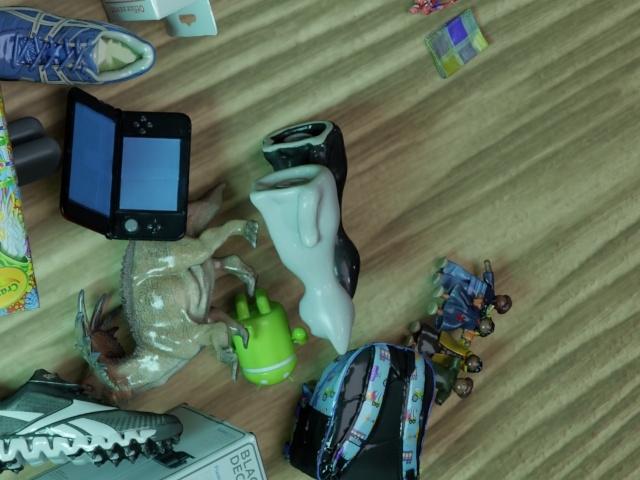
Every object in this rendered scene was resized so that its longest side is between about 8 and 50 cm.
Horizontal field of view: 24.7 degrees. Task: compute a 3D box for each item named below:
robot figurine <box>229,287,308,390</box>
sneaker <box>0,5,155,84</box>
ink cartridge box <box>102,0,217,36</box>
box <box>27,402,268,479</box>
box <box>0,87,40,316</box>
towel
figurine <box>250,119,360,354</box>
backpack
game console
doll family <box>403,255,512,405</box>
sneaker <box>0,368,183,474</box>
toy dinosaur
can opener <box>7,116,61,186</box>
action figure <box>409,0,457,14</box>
[{"bbox_3d":[-0.065,0.114,1.666,0.101,0.067,0.115,-15,106,-2],"label":"robot figurine"},{"bbox_3d":[-0.266,-0.198,1.487,0.211,0.081,0.080,-5,100,-31],"label":"sneaker"},{"bbox_3d":[-0.188,-0.292,1.505,0.067,0.115,0.198,-31,111,-27],"label":"ink cartridge box"},{"bbox_3d":[-0.214,0.283,1.532,0.290,0.169,0.087,-25,109,-29],"label":"box"},{"bbox_3d":[-0.429,-0.048,1.263,0.290,0.177,0.279,-12,97,-30],"label":"box"},{"bbox_3d":[0.169,-0.244,1.807,0.083,0.009,0.060,-37,113,-24],"label":"towel"},{"bbox_3d":[0.000,0.000,1.627,0.092,0.215,0.209,-13,114,10],"label":"figurine"},{"bbox_3d":[0.051,0.202,1.724,0.158,0.117,0.173,15,89,-33],"label":"backpack"},{"bbox_3d":[-0.199,-0.079,1.516,0.124,0.085,0.144,2,74,-1],"label":"game console"},{"bbox_3d":[0.174,0.111,1.816,0.111,0.076,0.193,26,87,-13],"label":"doll family"},{"bbox_3d":[-0.261,0.180,1.503,0.234,0.078,0.106,-5,71,-4],"label":"sneaker"},{"bbox_3d":[-0.173,0.056,1.568,0.200,0.127,0.295,7,74,1],"label":"toy dinosaur"},{"bbox_3d":[-0.391,-0.044,1.445,0.280,0.074,0.093,-27,144,-26],"label":"can opener"},{"bbox_3d":[0.151,-0.305,1.777,0.115,0.030,0.038,-34,118,-23],"label":"action figure"}]
